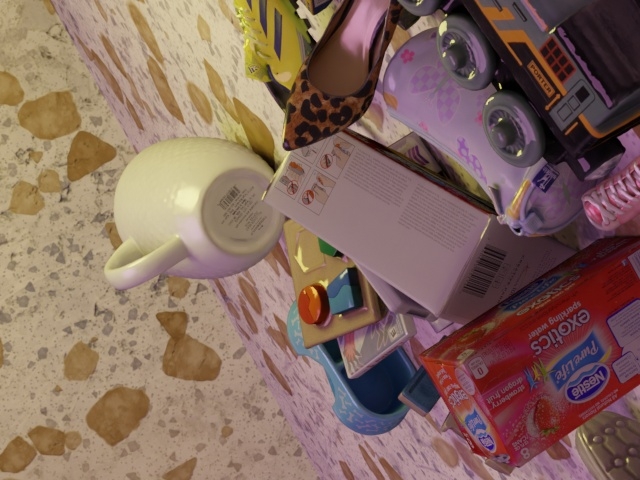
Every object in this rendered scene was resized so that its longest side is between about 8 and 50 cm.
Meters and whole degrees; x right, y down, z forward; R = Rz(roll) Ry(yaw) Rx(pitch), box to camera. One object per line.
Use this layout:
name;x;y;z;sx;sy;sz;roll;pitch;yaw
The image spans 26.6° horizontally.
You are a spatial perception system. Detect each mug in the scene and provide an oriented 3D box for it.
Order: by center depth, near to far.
mug;-0.247;-0.032;2.552;0.276;0.374;0.328;58;160;-17

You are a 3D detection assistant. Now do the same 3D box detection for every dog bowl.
dog bowl;0.065;0.206;2.432;0.297;0.166;0.074;58;154;4

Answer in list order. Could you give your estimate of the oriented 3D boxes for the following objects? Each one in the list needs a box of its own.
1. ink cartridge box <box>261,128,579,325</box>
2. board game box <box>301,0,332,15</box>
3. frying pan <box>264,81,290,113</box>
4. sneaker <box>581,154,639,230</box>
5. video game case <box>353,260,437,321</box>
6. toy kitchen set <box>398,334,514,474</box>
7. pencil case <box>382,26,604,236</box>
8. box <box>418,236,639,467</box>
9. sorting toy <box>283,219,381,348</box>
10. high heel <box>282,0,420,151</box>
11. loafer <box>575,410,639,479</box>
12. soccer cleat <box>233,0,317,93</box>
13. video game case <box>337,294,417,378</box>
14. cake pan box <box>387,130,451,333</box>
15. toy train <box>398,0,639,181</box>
ink cartridge box;0.135;-0.010;1.620;0.309;0.130;0.272;33;-171;39
board game box;-0.045;-0.418;1.717;0.194;0.060;0.194;54;167;26
frying pan;-0.018;-0.235;2.015;0.326;0.053;0.197;33;150;56
sneaker;0.299;-0.045;1.317;0.051;0.070;0.134;58;165;9
video game case;0.073;0.017;1.851;0.212;0.023;0.193;53;-168;19
toy kitchen set;0.246;0.237;2.042;0.207;0.122;0.166;36;162;6
pencil case;0.181;-0.119;1.452;0.113;0.124;0.273;20;-158;-48
box;0.251;0.111;1.412;0.128;0.257;0.123;60;164;-7
sorting toy;0.000;0.000;2.117;0.229;0.041;0.307;-29;68;55
high heel;0.030;-0.229;1.472;0.093;0.261;0.186;32;160;17
loafer;0.419;0.335;1.602;0.319;0.112;0.111;49;154;32
soccer cleat;-0.068;-0.276;1.849;0.289;0.121;0.093;53;-169;-35
video game case;0.066;0.087;2.079;0.183;0.023;0.201;-44;57;50
cake pan box;0.151;-0.006;1.893;0.245;0.070;0.267;55;165;5
toy train;0.189;-0.215;1.236;0.334;0.142;0.190;58;154;10
